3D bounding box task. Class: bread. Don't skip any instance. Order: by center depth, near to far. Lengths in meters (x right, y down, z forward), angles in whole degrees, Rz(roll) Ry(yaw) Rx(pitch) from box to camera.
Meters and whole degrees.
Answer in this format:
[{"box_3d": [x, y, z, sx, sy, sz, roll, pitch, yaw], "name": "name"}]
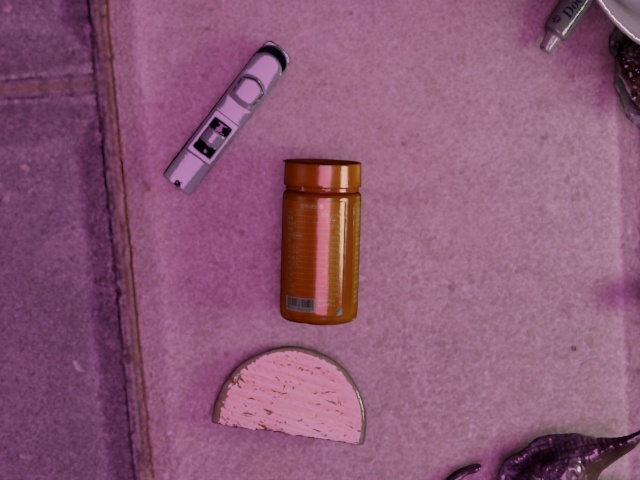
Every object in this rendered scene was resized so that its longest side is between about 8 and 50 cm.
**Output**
[{"box_3d": [-0.033, 0.186, 1.509, 0.193, 0.036, 0.112, 8, 93, -1], "name": "bread"}]

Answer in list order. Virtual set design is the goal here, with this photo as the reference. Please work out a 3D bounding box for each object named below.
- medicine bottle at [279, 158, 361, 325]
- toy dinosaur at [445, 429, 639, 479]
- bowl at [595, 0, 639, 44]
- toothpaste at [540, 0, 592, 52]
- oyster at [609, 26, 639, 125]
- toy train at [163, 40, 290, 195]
[{"box_3d": [0.000, 0.000, 1.452, 0.096, 0.096, 0.192, 0, 98, -4], "name": "medicine bottle"}, {"box_3d": [0.287, 0.331, 1.529, 0.294, 0.077, 0.162, -25, 99, 1], "name": "toy dinosaur"}, {"box_3d": [0.374, -0.430, 1.323, 0.435, 0.196, 0.435, -11, 113, -27], "name": "bowl"}, {"box_3d": [0.323, -0.312, 1.462, 0.048, 0.029, 0.197, 33, 92, -8], "name": "toothpaste"}, {"box_3d": [0.479, -0.243, 1.452, 0.268, 0.112, 0.198, -19, 78, 7], "name": "oyster"}, {"box_3d": [-0.110, -0.148, 1.448, 0.043, 0.047, 0.207, 37, 96, -9], "name": "toy train"}]
